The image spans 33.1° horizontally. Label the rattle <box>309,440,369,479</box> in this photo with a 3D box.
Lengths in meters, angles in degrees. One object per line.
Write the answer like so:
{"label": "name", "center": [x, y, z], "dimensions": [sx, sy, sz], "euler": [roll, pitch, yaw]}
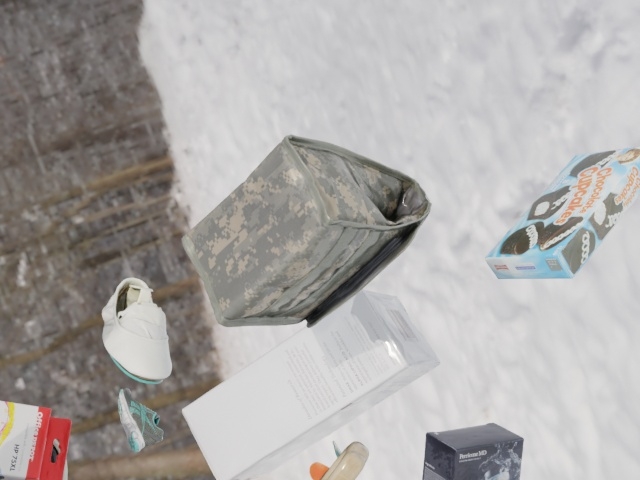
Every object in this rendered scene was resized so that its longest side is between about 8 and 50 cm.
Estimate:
{"label": "rattle", "center": [0.049, 0.328, 1.359], "dimensions": [0.199, 0.143, 0.130], "euler": [101, -170, -76]}

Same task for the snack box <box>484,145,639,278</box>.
{"label": "snack box", "center": [0.466, -0.051, 1.981], "dimensions": [0.187, 0.322, 0.060], "euler": [-4, 126, 56]}

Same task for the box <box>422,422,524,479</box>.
{"label": "box", "center": [0.268, 0.420, 1.915], "dimensions": [0.093, 0.156, 0.158], "euler": [20, 110, 58]}

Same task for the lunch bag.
{"label": "lunch bag", "center": [0.000, 0.000, 1.469], "dimensions": [0.287, 0.235, 0.169], "euler": [5, -129, -51]}

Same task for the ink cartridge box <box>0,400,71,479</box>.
{"label": "ink cartridge box", "center": [-0.572, 0.365, 1.956], "dimensions": [0.078, 0.231, 0.134], "euler": [136, 142, -62]}

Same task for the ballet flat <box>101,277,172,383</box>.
{"label": "ballet flat", "center": [-0.387, 0.171, 2.269], "dimensions": [0.400, 0.139, 0.139], "euler": [-139, 28, -67]}

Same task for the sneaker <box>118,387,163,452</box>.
{"label": "sneaker", "center": [-0.378, 0.375, 2.267], "dimensions": [0.166, 0.076, 0.065], "euler": [-122, 31, -43]}

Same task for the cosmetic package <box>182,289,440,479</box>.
{"label": "cosmetic package", "center": [-0.016, 0.250, 1.827], "dimensions": [0.156, 0.385, 0.217], "euler": [58, -165, 16]}

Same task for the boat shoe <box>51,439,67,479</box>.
{"label": "boat shoe", "center": [-0.610, 0.507, 2.146], "dimensions": [0.127, 0.113, 0.340], "euler": [52, 130, 13]}
